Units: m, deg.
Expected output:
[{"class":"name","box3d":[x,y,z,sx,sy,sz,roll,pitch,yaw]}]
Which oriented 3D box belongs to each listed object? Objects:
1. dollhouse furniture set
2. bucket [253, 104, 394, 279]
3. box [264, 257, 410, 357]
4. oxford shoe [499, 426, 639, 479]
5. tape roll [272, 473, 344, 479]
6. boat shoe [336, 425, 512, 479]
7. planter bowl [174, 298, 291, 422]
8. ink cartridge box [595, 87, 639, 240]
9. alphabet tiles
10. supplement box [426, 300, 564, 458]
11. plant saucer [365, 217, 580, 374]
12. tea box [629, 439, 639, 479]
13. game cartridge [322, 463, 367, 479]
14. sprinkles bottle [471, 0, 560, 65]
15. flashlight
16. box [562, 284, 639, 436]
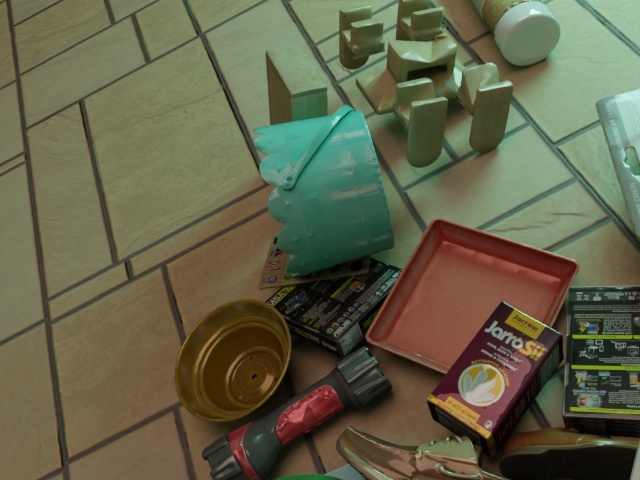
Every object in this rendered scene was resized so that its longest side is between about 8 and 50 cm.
[{"class":"dollhouse furniture set","box3d":[0.109,-0.259,1.582,0.394,0.256,0.362,-14,47,-14]},{"class":"bucket","box3d":[0.007,-0.083,1.347,0.183,0.281,0.281,-14,49,1]},{"class":"box","box3d":[0.027,0.096,1.369,0.184,0.045,0.191,17,48,42]},{"class":"oxford shoe","box3d":[0.353,0.283,1.096,0.212,0.076,0.076,-1,28,19]},{"class":"tape roll","box3d":[-0.023,0.470,1.045,0.321,0.077,0.321,-13,49,16]},{"class":"boat shoe","box3d":[0.178,0.323,1.088,0.324,0.123,0.116,24,76,18]},{"class":"planter bowl","box3d":[-0.128,0.214,1.350,0.217,0.090,0.217,-14,54,20]},{"class":"ink cartridge box","box3d":[0.597,-0.109,1.248,0.272,0.130,0.309,-12,50,16]},{"class":"alphabet tiles","box3d":[0.000,0.000,1.471,0.198,0.009,0.237,-10,34,15]},{"class":"supplement box","box3d":[0.249,0.194,1.140,0.104,0.081,0.188,30,69,31]},{"class":"plant saucer","box3d":[0.243,0.107,1.283,0.259,0.047,0.258,19,64,29]},{"class":"tea box","box3d":[0.496,0.323,0.823,0.329,0.323,0.220,9,58,31]},{"class":"game cartridge","box3d":[0.036,0.466,1.107,0.198,0.062,0.297,-22,48,2]},{"class":"sprinkles bottle","box3d":[0.375,-0.512,1.673,0.121,0.121,0.355,-22,48,8]},{"class":"flashlight","box3d":[-0.031,0.284,1.251,0.304,0.103,0.103,-32,73,-3]},{"class":"box","box3d":[0.484,0.167,1.131,0.270,0.060,0.216,-3,54,23]}]
